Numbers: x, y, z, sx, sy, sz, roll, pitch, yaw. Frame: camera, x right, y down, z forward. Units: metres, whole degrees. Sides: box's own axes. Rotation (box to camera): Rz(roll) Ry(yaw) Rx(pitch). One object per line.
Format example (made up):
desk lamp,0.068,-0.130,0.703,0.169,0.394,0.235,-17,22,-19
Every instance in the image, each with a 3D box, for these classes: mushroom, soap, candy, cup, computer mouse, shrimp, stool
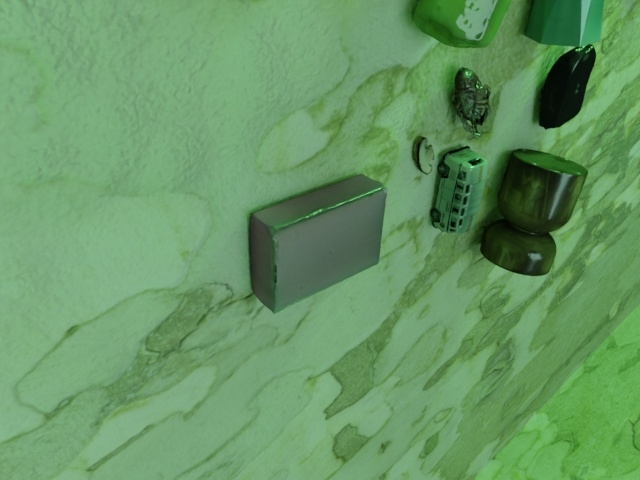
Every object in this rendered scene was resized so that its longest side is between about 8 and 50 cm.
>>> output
mushroom,0.211,-0.172,1.257,0.049,0.019,0.101,-41,140,-15
soap,-0.001,-0.001,1.118,0.259,0.081,0.181,-24,132,-33
candy,0.273,-0.490,1.013,0.132,0.142,0.343,9,109,-33
cup,0.505,-0.519,1.225,0.148,0.134,0.235,-24,129,-36
computer mouse,0.565,-0.359,1.434,0.122,0.073,0.217,-29,139,-25
shrimp,0.304,-0.273,1.245,0.190,0.075,0.073,63,36,-57
stool,0.511,-0.071,1.493,0.179,0.179,0.264,-9,122,-40

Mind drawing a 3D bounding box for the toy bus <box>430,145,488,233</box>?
toy bus,0.303,-0.100,1.341,0.087,0.089,0.194,-20,130,-34
